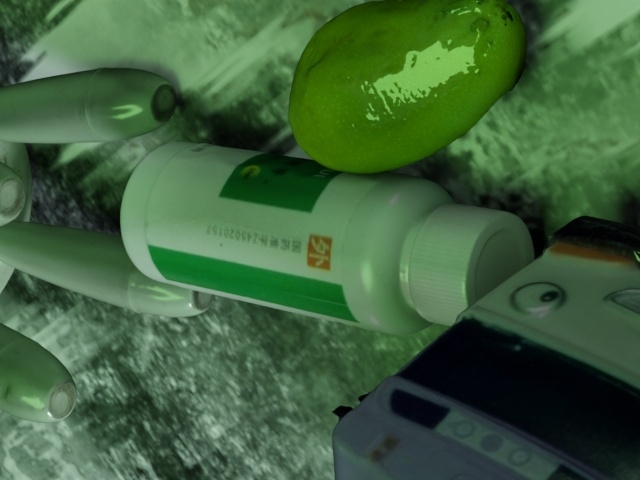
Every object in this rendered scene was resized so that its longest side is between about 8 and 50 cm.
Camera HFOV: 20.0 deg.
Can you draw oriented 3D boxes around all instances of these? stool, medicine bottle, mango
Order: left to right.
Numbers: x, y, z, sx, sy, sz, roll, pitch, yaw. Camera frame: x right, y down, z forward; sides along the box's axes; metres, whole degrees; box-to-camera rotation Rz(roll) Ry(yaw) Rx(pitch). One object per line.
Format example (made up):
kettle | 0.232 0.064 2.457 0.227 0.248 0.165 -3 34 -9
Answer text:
stool | -0.203 -0.008 1.184 0.199 0.195 0.195 12 124 33
medicine bottle | 0.000 0.000 1.063 0.260 0.095 0.095 13 125 40
mango | 0.042 -0.088 0.976 0.165 0.074 0.091 -27 95 49

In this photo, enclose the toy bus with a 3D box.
toy bus | 0.144 0.236 0.945 0.209 0.249 0.439 28 134 39
